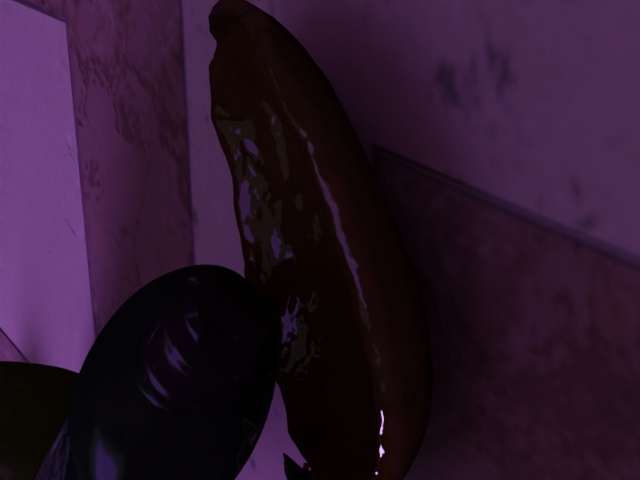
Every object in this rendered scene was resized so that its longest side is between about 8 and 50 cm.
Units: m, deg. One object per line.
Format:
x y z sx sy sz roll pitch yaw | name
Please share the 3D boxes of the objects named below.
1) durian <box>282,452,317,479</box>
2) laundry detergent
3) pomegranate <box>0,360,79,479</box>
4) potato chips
-0.026 0.230 0.490 0.193 0.138 0.237 10 69 61 | durian
-0.067 0.071 0.434 0.078 0.144 0.221 27 137 -4 | laundry detergent
-0.191 0.181 0.719 0.240 0.159 0.189 71 174 -57 | pomegranate
0.000 0.000 0.419 0.201 0.049 0.150 67 157 10 | potato chips
